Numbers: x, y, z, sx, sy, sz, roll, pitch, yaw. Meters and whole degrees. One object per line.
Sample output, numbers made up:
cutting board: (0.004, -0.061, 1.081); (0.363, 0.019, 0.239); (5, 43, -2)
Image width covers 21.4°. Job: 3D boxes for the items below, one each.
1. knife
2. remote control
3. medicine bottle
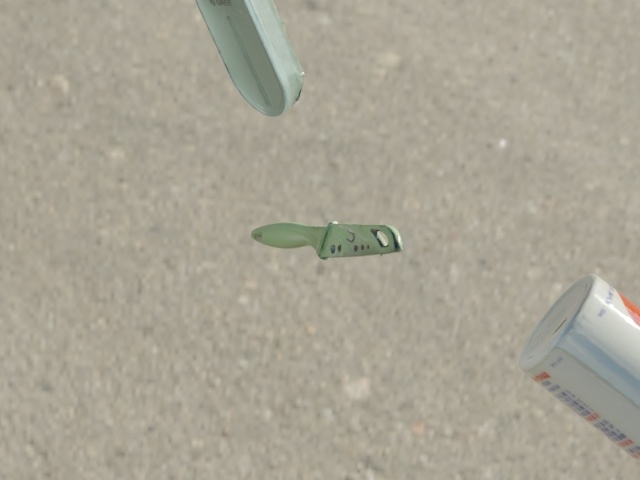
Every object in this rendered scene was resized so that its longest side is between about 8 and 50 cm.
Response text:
knife: (0.002, 0.000, 1.859); (0.020, 0.043, 0.293); (6, -3, -33)
remote control: (-0.088, -0.247, 1.822); (0.052, 0.247, 0.104); (-37, 27, -26)
medicine bottle: (0.377, 0.186, 1.772); (0.341, 0.130, 0.130); (39, 44, -4)
